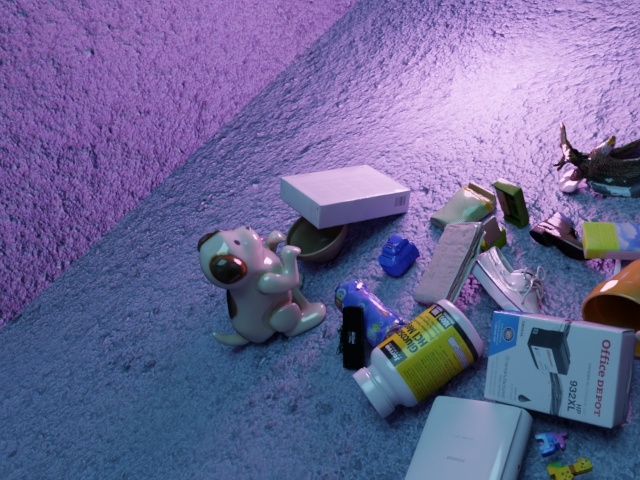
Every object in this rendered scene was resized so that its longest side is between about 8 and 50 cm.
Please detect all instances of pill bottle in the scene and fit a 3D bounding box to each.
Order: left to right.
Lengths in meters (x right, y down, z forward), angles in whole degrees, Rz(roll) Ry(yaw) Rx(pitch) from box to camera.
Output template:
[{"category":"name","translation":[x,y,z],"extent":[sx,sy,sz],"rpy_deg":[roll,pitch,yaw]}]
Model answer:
[{"category":"pill bottle","translation":[0.260,0.326,1.821],"extent":[0.334,0.188,0.188],"rpy_deg":[-36,39,-6]}]

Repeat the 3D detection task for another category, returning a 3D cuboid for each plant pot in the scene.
[{"category":"plant pot","translation":[0.000,0.000,2.405],"extent":[0.237,0.110,0.237],"rpy_deg":[-17,40,15]},{"category":"plant pot","translation":[0.787,0.150,1.668],"extent":[0.205,0.205,0.188],"rpy_deg":[15,48,42]}]

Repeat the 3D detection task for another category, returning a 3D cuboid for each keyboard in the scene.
[{"category":"keyboard","translation":[0.096,0.288,2.015],"extent":[0.100,0.038,0.192],"rpy_deg":[3,94,36]}]

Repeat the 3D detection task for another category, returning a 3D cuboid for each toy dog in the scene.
[{"category":"toy dog","translation":[-0.235,0.122,2.188],"extent":[0.395,0.408,0.285],"rpy_deg":[-29,38,2]}]

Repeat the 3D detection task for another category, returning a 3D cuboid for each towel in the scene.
[{"category":"towel","translation":[0.391,0.072,2.031],"extent":[0.282,0.049,0.187],"rpy_deg":[-62,19,-10]}]

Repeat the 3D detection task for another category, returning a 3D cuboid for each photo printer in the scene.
[{"category":"photo printer","translation":[0.344,0.533,1.600],"extent":[0.256,0.107,0.308],"rpy_deg":[-1,47,40]}]

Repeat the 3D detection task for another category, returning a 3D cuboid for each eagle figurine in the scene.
[{"category":"eagle figurine","translation":[0.890,-0.249,2.068],"extent":[0.298,0.225,0.227],"rpy_deg":[8,91,2]}]

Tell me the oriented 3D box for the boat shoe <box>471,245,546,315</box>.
[{"category":"boat shoe","translation":[0.560,0.128,1.875],"extent":[0.156,0.136,0.367],"rpy_deg":[-44,30,11]}]

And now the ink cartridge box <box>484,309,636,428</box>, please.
[{"category":"ink cartridge box","translation":[0.570,0.300,1.615],"extent":[0.307,0.129,0.223],"rpy_deg":[6,89,38]}]

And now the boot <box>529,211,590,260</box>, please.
[{"category":"boot","translation":[0.729,-0.020,1.973],"extent":[0.106,0.082,0.219],"rpy_deg":[-43,38,-11]}]

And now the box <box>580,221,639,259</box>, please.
[{"category":"box","translation":[0.822,0.001,1.862],"extent":[0.178,0.042,0.109],"rpy_deg":[2,48,10]}]

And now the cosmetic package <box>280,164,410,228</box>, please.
[{"category":"cosmetic package","translation":[0.085,-0.164,2.399],"extent":[0.377,0.098,0.284],"rpy_deg":[-11,32,-28]}]

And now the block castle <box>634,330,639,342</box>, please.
[{"category":"block castle","translation":[0.900,0.139,1.501],"extent":[0.212,0.303,0.453],"rpy_deg":[-5,43,55]}]

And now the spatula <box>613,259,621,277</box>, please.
[{"category":"spatula","translation":[0.872,0.076,1.831],"extent":[0.168,0.019,0.242],"rpy_deg":[3,50,28]}]

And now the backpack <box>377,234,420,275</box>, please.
[{"category":"backpack","translation":[0.244,0.048,2.203],"extent":[0.120,0.101,0.098],"rpy_deg":[-49,35,-16]}]

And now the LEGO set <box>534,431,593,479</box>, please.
[{"category":"LEGO set","translation":[0.559,0.507,1.513],"extent":[0.093,0.087,0.227],"rpy_deg":[-22,41,13]}]

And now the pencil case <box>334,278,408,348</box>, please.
[{"category":"pencil case","translation":[0.159,0.229,2.041],"extent":[0.119,0.133,0.306],"rpy_deg":[-2,27,-31]}]

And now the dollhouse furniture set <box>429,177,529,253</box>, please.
[{"category":"dollhouse furniture set","translation":[0.490,-0.111,2.170],"extent":[0.197,0.151,0.301],"rpy_deg":[-39,39,-9]}]
